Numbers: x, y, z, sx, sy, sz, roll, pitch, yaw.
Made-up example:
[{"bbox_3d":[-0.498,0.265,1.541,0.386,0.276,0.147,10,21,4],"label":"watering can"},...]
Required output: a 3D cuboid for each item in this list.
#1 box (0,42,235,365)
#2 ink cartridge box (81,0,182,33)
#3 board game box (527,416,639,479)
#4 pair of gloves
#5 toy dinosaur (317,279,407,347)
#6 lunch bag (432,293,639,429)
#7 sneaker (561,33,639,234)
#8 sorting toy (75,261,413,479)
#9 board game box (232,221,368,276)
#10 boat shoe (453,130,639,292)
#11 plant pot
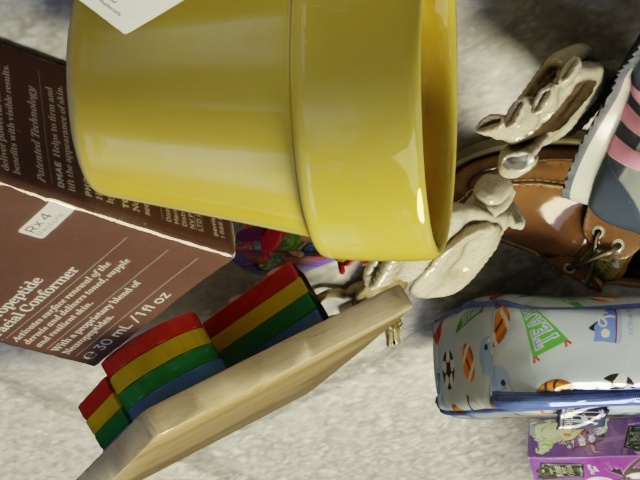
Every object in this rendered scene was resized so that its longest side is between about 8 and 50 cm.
[{"bbox_3d":[-0.267,-0.042,1.436,0.381,0.143,0.191,19,137,-38],"label":"box"},{"bbox_3d":[-0.068,-0.245,1.160,0.212,0.154,0.093,-26,144,23],"label":"ink cartridge box"},{"bbox_3d":[0.328,0.270,1.918,0.208,0.056,0.347,0,148,17],"label":"board game box"},{"bbox_3d":[0.142,-0.047,1.508,0.240,0.042,0.204,-51,163,12],"label":"pair of gloves"},{"bbox_3d":[0.039,0.052,1.789,0.093,0.053,0.183,-25,157,-8],"label":"toy dinosaur"},{"bbox_3d":[0.243,0.106,1.759,0.243,0.115,0.303,0,177,-14],"label":"lunch bag"},{"bbox_3d":[0.287,-0.106,1.470,0.131,0.112,0.319,32,151,9],"label":"sneaker"},{"bbox_3d":[-0.088,0.109,1.673,0.257,0.089,0.255,-25,170,-28],"label":"sorting toy"},{"bbox_3d":[0.000,0.000,1.691,0.169,0.033,0.133,-19,148,11],"label":"board game box"},{"bbox_3d":[0.242,-0.016,1.678,0.307,0.104,0.111,5,145,-25],"label":"boat shoe"},{"bbox_3d":[-0.035,-0.113,1.325,0.239,0.254,0.254,1,150,9],"label":"plant pot"}]
